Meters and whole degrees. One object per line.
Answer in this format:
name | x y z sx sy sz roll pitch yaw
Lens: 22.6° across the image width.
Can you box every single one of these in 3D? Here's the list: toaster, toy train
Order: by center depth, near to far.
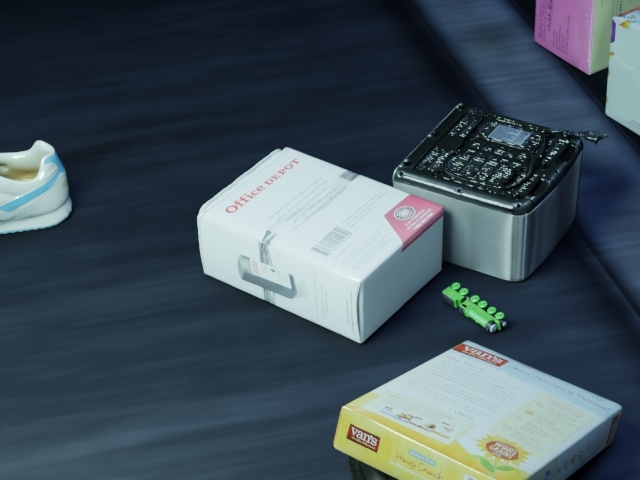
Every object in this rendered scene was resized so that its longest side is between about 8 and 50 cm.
toy train | 0.159 0.070 1.663 0.024 0.017 0.083 -35 46 -21
toaster | 0.194 -0.057 1.752 0.185 0.110 0.168 17 42 26

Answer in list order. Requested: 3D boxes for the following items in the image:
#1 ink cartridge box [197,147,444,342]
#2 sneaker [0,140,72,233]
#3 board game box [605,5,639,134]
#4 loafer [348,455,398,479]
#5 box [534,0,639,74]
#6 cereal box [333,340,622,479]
ink cartridge box | 0.000 0.000 1.708 0.218 0.092 0.158 24 45 29
sneaker | -0.399 -0.048 1.805 0.228 0.092 0.087 -18 41 -17
board game box | 0.498 -0.228 1.931 0.275 0.142 0.144 -24 42 -26
loafer | 0.083 0.229 1.401 0.078 0.080 0.220 -11 37 -9
box | 0.406 -0.364 2.060 0.243 0.213 0.117 -23 41 -24
cereal box | 0.147 0.167 1.441 0.173 0.047 0.240 23 22 28
